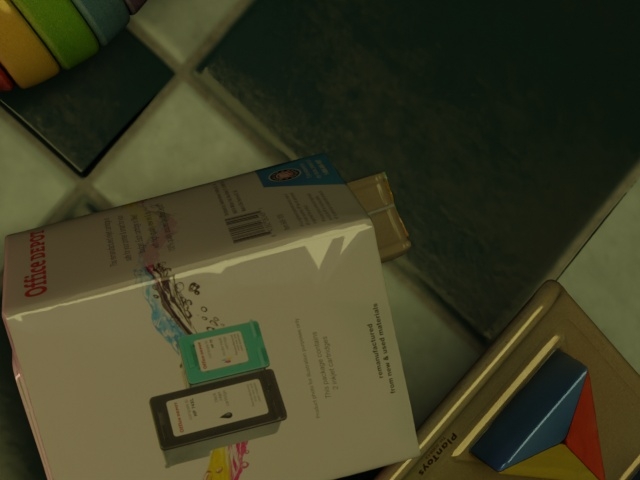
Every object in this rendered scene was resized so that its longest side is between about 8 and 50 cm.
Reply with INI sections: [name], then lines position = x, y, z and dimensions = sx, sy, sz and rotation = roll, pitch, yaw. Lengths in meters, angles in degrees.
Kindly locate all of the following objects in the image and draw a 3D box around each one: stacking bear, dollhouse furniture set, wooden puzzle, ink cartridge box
[stacking bear]
position = -0.257, -0.192, 1.310
dimensions = 0.289, 0.175, 0.164
rotation = -39, 90, -5
[dollhouse furniture set]
position = 0.000, 0.000, 1.431
dimensions = 0.152, 0.058, 0.076
rotation = -19, 84, -35
[wooden puzzle]
position = 0.180, 0.249, 1.348
dimensions = 0.322, 0.080, 0.348
rotation = -49, 126, -7
[ink cartridge box]
position = -0.090, 0.077, 1.268
dimensions = 0.270, 0.198, 0.197
rotation = -14, 109, -5
